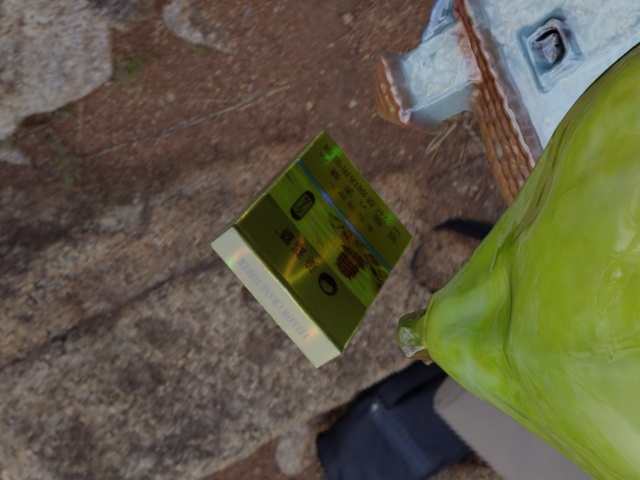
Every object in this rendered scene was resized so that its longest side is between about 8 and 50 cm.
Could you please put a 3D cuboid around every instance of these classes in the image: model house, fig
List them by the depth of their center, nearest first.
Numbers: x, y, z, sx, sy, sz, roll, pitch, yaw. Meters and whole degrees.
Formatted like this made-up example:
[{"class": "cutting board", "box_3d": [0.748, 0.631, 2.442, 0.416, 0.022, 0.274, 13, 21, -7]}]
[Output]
[{"class": "fig", "box_3d": [0.172, 0.031, 0.376, 0.233, 0.233, 0.314, 43, 121, -4]}, {"class": "model house", "box_3d": [0.227, -0.141, 1.035, 0.329, 0.251, 0.295, -29, 70, 28]}]

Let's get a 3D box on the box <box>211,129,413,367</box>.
[{"class": "box", "box_3d": [0.000, 0.000, 0.885, 0.030, 0.193, 0.121, -36, 99, 32]}]
